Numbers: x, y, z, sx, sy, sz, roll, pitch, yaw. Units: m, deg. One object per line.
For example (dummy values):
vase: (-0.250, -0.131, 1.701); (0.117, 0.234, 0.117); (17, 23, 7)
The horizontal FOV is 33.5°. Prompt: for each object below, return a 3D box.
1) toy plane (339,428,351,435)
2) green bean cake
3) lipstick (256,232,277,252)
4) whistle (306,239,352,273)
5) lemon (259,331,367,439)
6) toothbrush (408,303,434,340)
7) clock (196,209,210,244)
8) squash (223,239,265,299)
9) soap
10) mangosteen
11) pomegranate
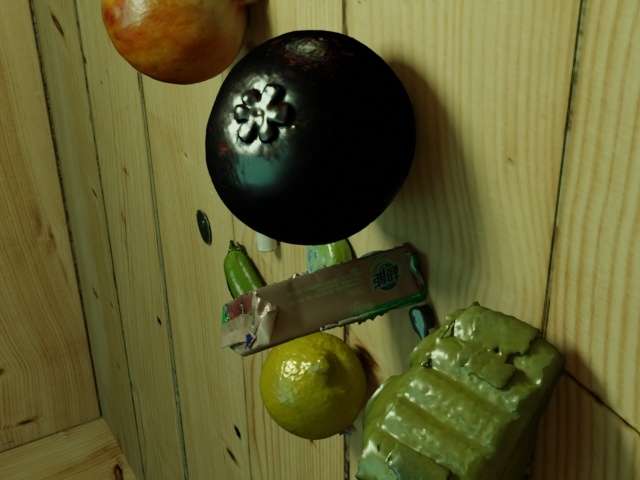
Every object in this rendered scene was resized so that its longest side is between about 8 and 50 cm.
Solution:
toy plane: (0.034, 0.320, 1.958); (0.083, 0.031, 0.078); (69, 156, 8)
green bean cake: (0.176, 0.243, 1.354); (0.202, 0.285, 0.310); (29, 160, 27)
lipstick: (-0.105, -0.048, 2.007); (0.040, 0.040, 0.141); (40, 139, 52)
whistle: (0.000, 0.000, 1.799); (0.198, 0.057, 0.104); (64, 145, 37)
lemon: (-0.013, 0.249, 1.827); (0.187, 0.187, 0.244); (62, 159, 23)
toothbrush: (0.193, 0.234, 1.550); (0.030, 0.030, 0.297); (-23, 86, 52)
clock: (-0.265, -0.030, 2.414); (0.074, 0.010, 0.083); (31, 133, 57)
squash: (-0.128, 0.121, 2.131); (0.318, 0.071, 0.080); (52, 148, 39)
soap: (-0.002, 0.089, 1.574); (0.218, 0.273, 0.098); (-20, 86, 66)
mangosteen: (-0.003, -0.124, 1.452); (0.313, 0.297, 0.297); (49, 175, -39)
pomegranate: (-0.227, -0.396, 1.809); (0.252, 0.270, 0.229); (55, -147, -40)
